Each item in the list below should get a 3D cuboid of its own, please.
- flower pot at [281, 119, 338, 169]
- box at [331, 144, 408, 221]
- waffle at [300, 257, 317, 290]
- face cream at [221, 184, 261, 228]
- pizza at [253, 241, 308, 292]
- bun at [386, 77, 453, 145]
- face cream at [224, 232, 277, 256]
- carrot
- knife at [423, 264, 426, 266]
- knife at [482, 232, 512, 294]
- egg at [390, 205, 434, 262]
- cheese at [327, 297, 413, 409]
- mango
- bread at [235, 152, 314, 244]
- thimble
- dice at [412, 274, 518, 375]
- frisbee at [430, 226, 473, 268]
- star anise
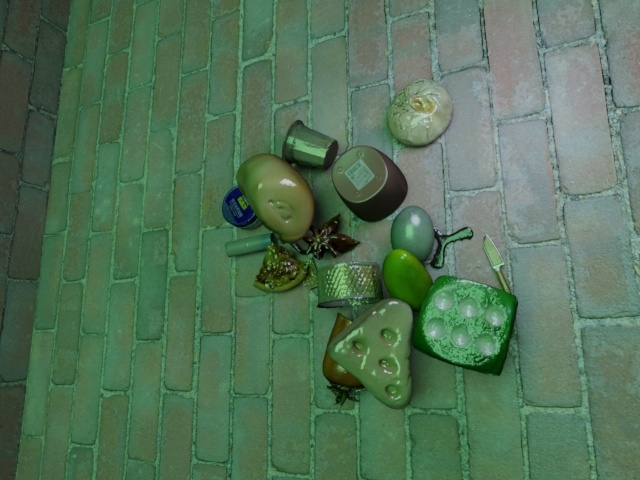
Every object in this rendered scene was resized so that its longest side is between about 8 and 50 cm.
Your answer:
[{"bbox_3d":[-0.042,-0.405,2.044,0.203,0.212,0.212,25,90,16],"label":"flower pot"},{"bbox_3d":[0.191,-0.247,1.888,0.301,0.216,0.300,-6,75,24],"label":"box"},{"bbox_3d":[-0.050,0.152,2.020,0.092,0.021,0.135,-27,69,16],"label":"waffle"},{"bbox_3d":[-0.356,-0.157,2.171,0.206,0.111,0.205,-5,77,22],"label":"face cream"},{"bbox_3d":[-0.196,0.118,2.032,0.290,0.081,0.228,-14,87,28],"label":"pizza"},{"bbox_3d":[0.402,-0.536,1.887,0.288,0.146,0.287,-5,79,25],"label":"bun"},{"bbox_3d":[-0.326,0.022,2.139,0.250,0.077,0.077,-11,75,22],"label":"face cream"},{"bbox_3d":[0.113,0.472,1.787,0.193,0.214,0.331,1,71,66],"label":"carrot"},{"bbox_3d":[0.387,0.124,1.836,0.091,0.005,0.014,-36,66,13],"label":"knife"},{"bbox_3d":[0.665,0.090,1.708,0.046,0.022,0.256,-27,65,25],"label":"knife"},{"bbox_3d":[0.359,-0.018,1.783,0.169,0.169,0.236,-2,92,24],"label":"egg"},{"bbox_3d":[0.248,0.390,1.635,0.351,0.129,0.328,41,85,3],"label":"cheese"},{"bbox_3d":[0.321,0.144,1.683,0.192,0.343,0.156,26,69,34],"label":"mango"},{"bbox_3d":[-0.185,-0.202,1.929,0.253,0.348,0.376,-39,30,-3],"label":"bread"},{"bbox_3d":[0.111,0.180,1.806,0.271,0.271,0.149,-11,74,22],"label":"thimble"},{"bbox_3d":[0.508,0.293,1.585,0.297,0.300,0.286,17,85,27],"label":"dice"},{"bbox_3d":[0.475,-0.008,1.819,0.187,0.012,0.211,43,99,26],"label":"frisbee"},{"bbox_3d":[-0.007,-0.006,1.972,0.347,0.148,0.237,-2,57,27],"label":"star anise"}]
